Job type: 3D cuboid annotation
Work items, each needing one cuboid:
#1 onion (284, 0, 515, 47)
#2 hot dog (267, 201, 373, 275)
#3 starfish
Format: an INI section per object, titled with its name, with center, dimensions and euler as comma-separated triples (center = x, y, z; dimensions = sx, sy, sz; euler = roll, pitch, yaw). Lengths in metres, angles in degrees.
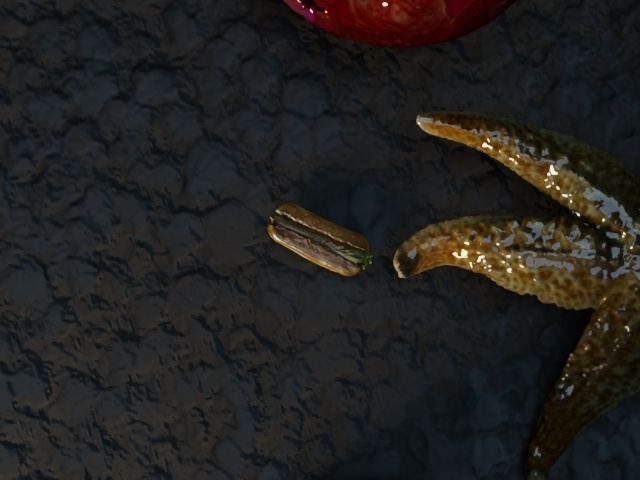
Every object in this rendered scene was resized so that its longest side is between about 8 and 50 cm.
[onion]
center = 0.060, -0.275, 1.294
dimensions = 0.276, 0.276, 0.276
euler = 1, 84, -6
[hot dog]
center = 0.000, 0.000, 1.366
dimensions = 0.083, 0.021, 0.037
euler = 29, 72, -2
[starfish]
center = 0.232, 0.014, 1.348
dimensions = 0.327, 0.094, 0.375
euler = -42, 101, -11
